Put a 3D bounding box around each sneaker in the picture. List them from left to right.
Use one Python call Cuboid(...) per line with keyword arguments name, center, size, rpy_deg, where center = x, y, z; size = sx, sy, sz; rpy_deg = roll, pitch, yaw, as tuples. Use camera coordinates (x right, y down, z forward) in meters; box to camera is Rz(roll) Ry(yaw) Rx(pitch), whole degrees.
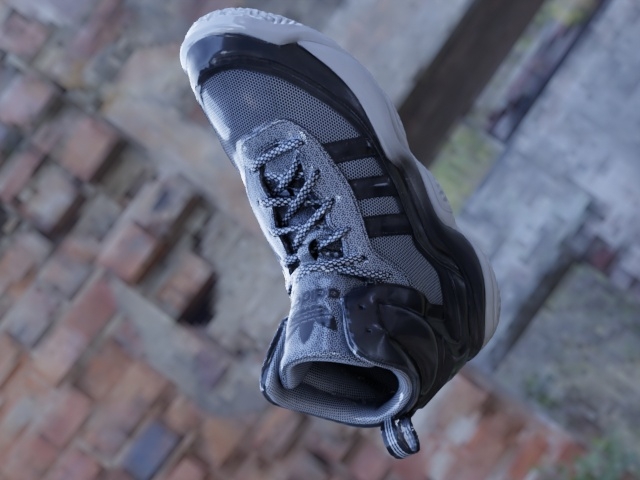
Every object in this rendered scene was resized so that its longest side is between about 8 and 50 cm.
Cuboid(name="sneaker", center=(0.000, 0.000, 1.138), size=(0.101, 0.268, 0.153), rpy_deg=(-23, 25, 35))
